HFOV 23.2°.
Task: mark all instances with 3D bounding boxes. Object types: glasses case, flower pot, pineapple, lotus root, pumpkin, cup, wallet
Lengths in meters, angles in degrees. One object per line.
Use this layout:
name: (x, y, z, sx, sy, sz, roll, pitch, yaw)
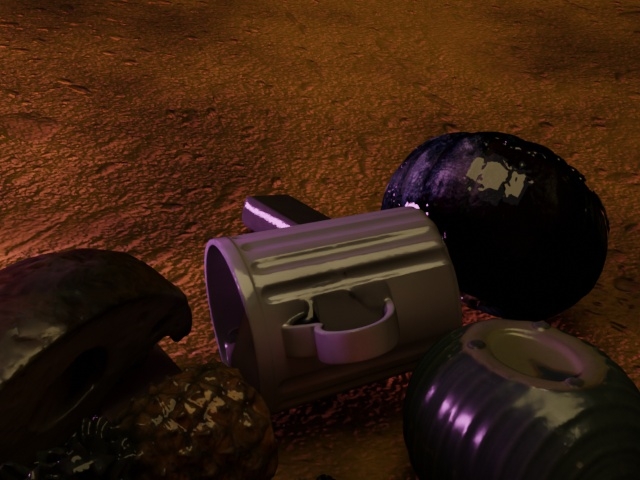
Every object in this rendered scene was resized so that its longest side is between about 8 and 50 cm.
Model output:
glasses case: (-0.001, -0.001, 1.689, 0.072, 0.042, 0.191, -13, 32, -42)
flower pot: (0.172, 0.160, 1.287, 0.189, 0.157, 0.243, -13, 26, -27)
pineapple: (-0.160, 0.185, 1.239, 0.248, 0.128, 0.128, -19, 35, -27)
lotus root: (-0.262, 0.089, 1.317, 0.210, 0.142, 0.314, 13, 39, 20)
pumpkin: (0.173, -0.010, 1.555, 0.233, 0.163, 0.233, 21, -12, 5)
cup: (0.020, 0.075, 1.392, 0.202, 0.166, 0.221, -13, 41, -15)
wallet: (-0.172, 0.134, 1.410, 0.118, 0.038, 0.153, -10, 32, -30)

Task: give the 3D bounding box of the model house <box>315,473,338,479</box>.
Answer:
model house: (0.044, 0.267, 1.132, 0.164, 0.141, 0.203, 29, 51, -1)
